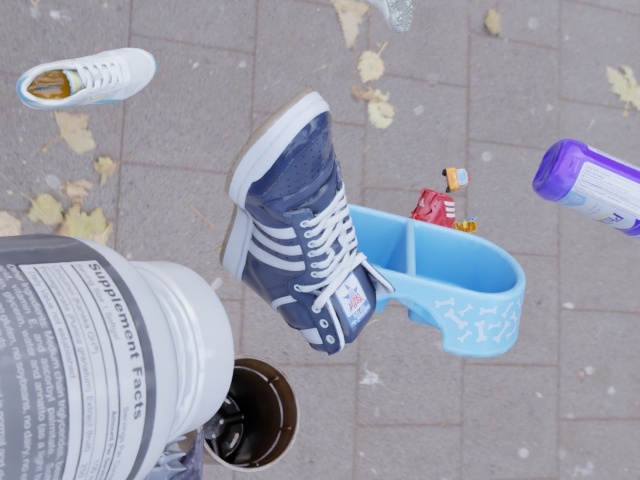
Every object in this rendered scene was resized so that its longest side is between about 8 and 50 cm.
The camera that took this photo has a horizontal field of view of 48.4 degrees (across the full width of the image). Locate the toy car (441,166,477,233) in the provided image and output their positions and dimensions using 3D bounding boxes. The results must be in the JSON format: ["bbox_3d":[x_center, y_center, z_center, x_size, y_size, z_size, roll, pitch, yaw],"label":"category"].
[{"bbox_3d":[0.209,-0.057,1.051,0.040,0.060,0.122,-12,69,8],"label":"toy car"}]

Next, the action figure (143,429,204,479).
[{"bbox_3d":[-0.250,0.228,0.633,0.284,0.185,0.099,5,123,-9],"label":"action figure"}]

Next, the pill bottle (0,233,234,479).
[{"bbox_3d":[-0.195,0.085,0.400,0.318,0.176,0.176,-3,84,-59],"label":"pill bottle"}]

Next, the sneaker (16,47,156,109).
[{"bbox_3d":[-0.379,-0.262,1.173,0.228,0.092,0.088,-20,106,-17],"label":"sneaker"}]

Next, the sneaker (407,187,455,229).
[{"bbox_3d":[0.161,-0.025,1.289,0.221,0.087,0.128,-29,129,-36],"label":"sneaker"}]

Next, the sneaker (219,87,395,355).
[{"bbox_3d":[0.000,0.000,0.604,0.153,0.282,0.099,43,65,9],"label":"sneaker"}]

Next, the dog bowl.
[{"bbox_3d":[0.095,0.036,0.816,0.297,0.166,0.074,14,120,-2],"label":"dog bowl"}]

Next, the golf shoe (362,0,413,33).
[{"bbox_3d":[0.096,-0.413,1.188,0.069,0.086,0.176,1,69,-49],"label":"golf shoe"}]

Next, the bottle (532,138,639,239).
[{"bbox_3d":[0.459,-0.056,1.044,0.282,0.118,0.092,24,88,1],"label":"bottle"}]

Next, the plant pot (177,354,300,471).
[{"bbox_3d":[-0.142,0.275,1.094,0.166,0.165,0.167,12,64,-27],"label":"plant pot"}]
